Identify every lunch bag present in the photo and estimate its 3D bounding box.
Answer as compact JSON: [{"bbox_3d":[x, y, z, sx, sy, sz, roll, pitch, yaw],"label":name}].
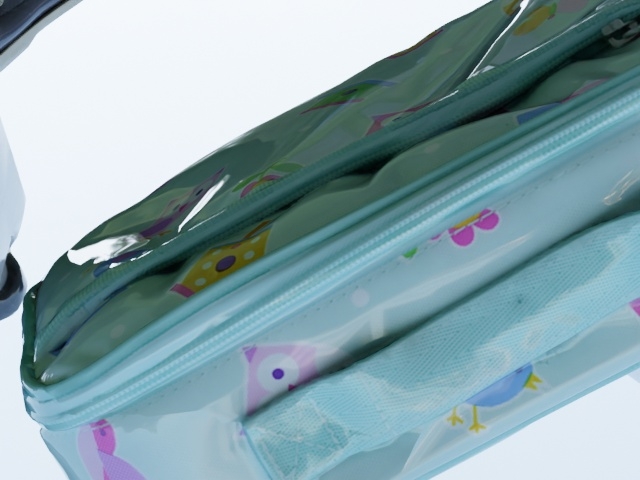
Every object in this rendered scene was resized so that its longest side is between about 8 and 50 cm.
[{"bbox_3d":[0.035,0.000,0.655,0.279,0.108,0.224,-30,-170,0],"label":"lunch bag"}]

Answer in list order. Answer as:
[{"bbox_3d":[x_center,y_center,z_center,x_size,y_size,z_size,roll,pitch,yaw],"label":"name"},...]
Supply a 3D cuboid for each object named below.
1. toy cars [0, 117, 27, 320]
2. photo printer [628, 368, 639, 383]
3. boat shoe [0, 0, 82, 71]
[{"bbox_3d":[-0.182,0.137,0.792,0.087,0.393,0.176,3,-173,6],"label":"toy cars"},{"bbox_3d":[0.248,0.045,1.197,0.307,0.256,0.107,37,-97,28],"label":"photo printer"},{"bbox_3d":[-0.176,-0.174,1.157,0.075,0.065,0.206,20,-124,27],"label":"boat shoe"}]
